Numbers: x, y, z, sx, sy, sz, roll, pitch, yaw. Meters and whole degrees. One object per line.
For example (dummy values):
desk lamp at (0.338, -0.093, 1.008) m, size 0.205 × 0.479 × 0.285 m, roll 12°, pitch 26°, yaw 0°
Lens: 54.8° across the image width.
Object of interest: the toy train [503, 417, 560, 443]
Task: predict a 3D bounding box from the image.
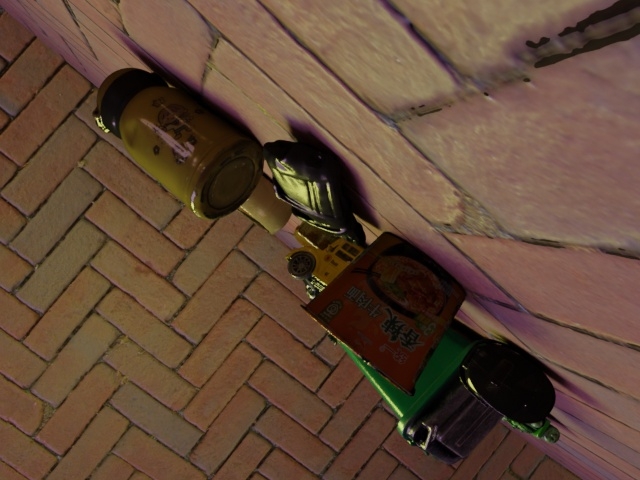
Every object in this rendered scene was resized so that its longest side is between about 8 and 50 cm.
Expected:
toy train at (0.552, 0.476, 1.657) m, size 0.119 × 0.085 × 0.251 m, roll 34°, pitch 177°, yaw -4°

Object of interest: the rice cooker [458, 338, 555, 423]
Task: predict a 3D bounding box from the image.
rice cooker at (0.326, 0.246, 1.070) m, size 0.165 × 0.112 × 0.106 m, roll 36°, pitch 180°, yaw 36°

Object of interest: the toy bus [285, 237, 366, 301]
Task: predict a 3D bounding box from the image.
toy bus at (0.086, 0.100, 1.275) m, size 0.330 × 0.152 × 0.144 m, roll 33°, pitch 167°, yaw 30°

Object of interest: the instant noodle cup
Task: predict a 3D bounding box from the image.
instant noodle cup at (0.111, 0.110, 0.998) m, size 0.230 × 0.182 × 0.230 m, roll 39°, pitch 175°, yaw 4°

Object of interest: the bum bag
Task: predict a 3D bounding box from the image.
bum bag at (-0.010, -0.066, 0.918) m, size 0.142 × 0.079 × 0.326 m, roll 34°, pitch 172°, yaw 20°

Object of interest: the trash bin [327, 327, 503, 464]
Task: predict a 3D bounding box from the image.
trash bin at (0.229, 0.281, 1.386) m, size 0.381 × 0.259 × 0.295 m, roll 43°, pitch 179°, yaw 43°

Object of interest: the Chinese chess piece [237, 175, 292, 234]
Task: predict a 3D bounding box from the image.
Chinese chess piece at (-0.180, -0.120, 1.512) m, size 0.250 × 0.103 × 0.250 m, roll 37°, pitch 175°, yaw 4°

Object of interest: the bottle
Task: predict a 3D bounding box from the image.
bottle at (-0.283, -0.204, 1.165) m, size 0.351 × 0.171 × 0.171 m, roll 39°, pitch 175°, yaw 21°

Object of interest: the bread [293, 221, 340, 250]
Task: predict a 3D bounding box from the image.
bread at (0.000, 0.000, 1.455) m, size 0.128 × 0.069 × 0.140 m, roll 39°, pitch 174°, yaw 9°
